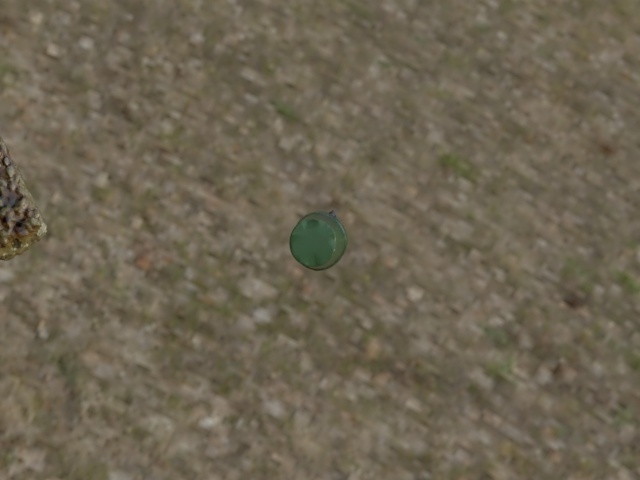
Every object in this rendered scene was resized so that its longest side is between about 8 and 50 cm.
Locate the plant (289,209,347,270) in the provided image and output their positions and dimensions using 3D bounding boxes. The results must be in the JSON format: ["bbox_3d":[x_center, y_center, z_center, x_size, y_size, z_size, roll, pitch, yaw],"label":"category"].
[{"bbox_3d":[0.000,0.000,1.297,0.051,0.051,0.102,30,7,5],"label":"plant"}]

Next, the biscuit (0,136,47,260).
[{"bbox_3d":[-0.307,-0.073,1.133,0.231,0.131,0.025,60,1,10],"label":"biscuit"}]
